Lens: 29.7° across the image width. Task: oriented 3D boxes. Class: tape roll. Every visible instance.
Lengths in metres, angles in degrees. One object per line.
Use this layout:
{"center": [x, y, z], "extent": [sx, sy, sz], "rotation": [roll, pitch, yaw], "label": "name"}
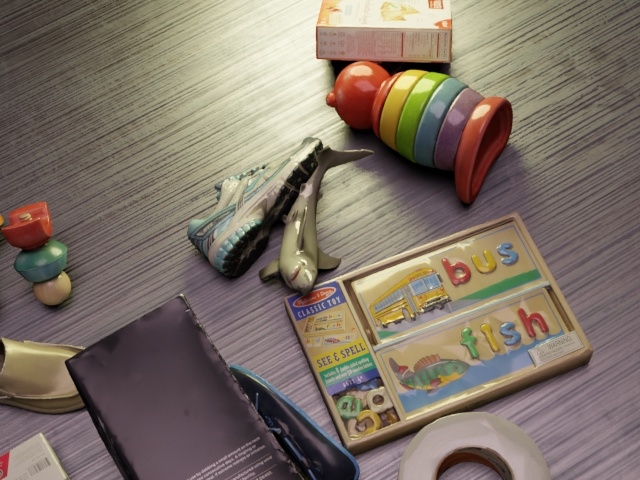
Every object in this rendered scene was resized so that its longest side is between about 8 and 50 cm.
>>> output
{"center": [0.219, 0.360, 1.731], "extent": [0.219, 0.072, 0.219], "rotation": [-1, 61, 2], "label": "tape roll"}

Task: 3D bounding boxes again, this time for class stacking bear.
{"center": [0.153, -0.210, 2.004], "extent": [0.289, 0.164, 0.175], "rotation": [23, 65, 20], "label": "stacking bear"}

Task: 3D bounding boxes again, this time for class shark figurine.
{"center": [-0.003, -0.016, 1.936], "extent": [0.116, 0.166, 0.278], "rotation": [26, 62, -22], "label": "shark figurine"}

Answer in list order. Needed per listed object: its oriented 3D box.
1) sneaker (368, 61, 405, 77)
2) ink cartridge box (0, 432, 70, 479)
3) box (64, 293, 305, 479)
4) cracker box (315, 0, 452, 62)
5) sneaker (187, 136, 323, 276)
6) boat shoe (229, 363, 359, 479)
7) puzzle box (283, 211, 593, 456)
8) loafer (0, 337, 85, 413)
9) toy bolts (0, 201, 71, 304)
{"center": [0.116, -0.299, 2.118], "extent": [0.119, 0.047, 0.057], "rotation": [-21, 94, -17], "label": "sneaker"}
{"center": [-0.415, 0.377, 1.759], "extent": [0.109, 0.063, 0.150], "rotation": [-30, 65, -13], "label": "ink cartridge box"}
{"center": [-0.169, 0.298, 1.615], "extent": [0.179, 0.343, 0.312], "rotation": [-29, 67, -15], "label": "box"}
{"center": [0.112, -0.368, 2.098], "extent": [0.232, 0.067, 0.156], "rotation": [2, 29, 3], "label": "cracker box"}
{"center": [-0.107, -0.081, 1.969], "extent": [0.122, 0.110, 0.283], "rotation": [33, 68, 23], "label": "sneaker"}
{"center": [-0.061, 0.283, 1.770], "extent": [0.258, 0.109, 0.089], "rotation": [36, 72, 22], "label": "boat shoe"}
{"center": [0.178, 0.137, 1.866], "extent": [0.408, 0.052, 0.272], "rotation": [-21, 62, -8], "label": "puzzle box"}
{"center": [-0.458, 0.202, 1.841], "extent": [0.268, 0.092, 0.102], "rotation": [0, 61, 3], "label": "loafer"}
{"center": [-0.509, 0.040, 1.938], "extent": [0.228, 0.159, 0.218], "rotation": [-14, 21, 6], "label": "toy bolts"}
